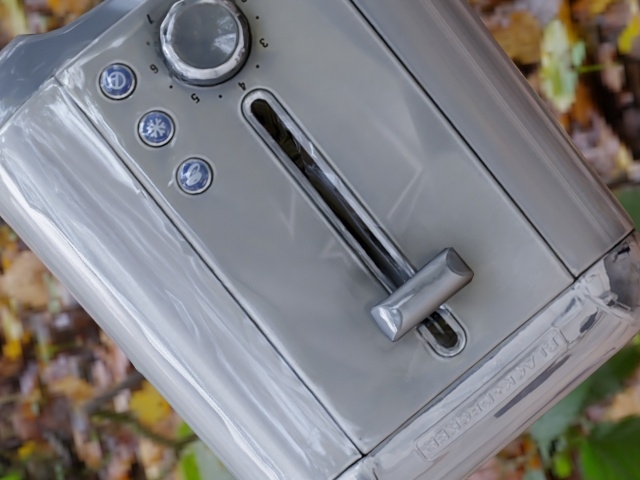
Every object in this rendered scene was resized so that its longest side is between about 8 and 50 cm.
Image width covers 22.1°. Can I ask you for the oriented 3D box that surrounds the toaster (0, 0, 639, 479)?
[{"bbox_3d":[0.000,0.000,0.459,0.146,0.129,0.227,51,175,5],"label":"toaster"}]
